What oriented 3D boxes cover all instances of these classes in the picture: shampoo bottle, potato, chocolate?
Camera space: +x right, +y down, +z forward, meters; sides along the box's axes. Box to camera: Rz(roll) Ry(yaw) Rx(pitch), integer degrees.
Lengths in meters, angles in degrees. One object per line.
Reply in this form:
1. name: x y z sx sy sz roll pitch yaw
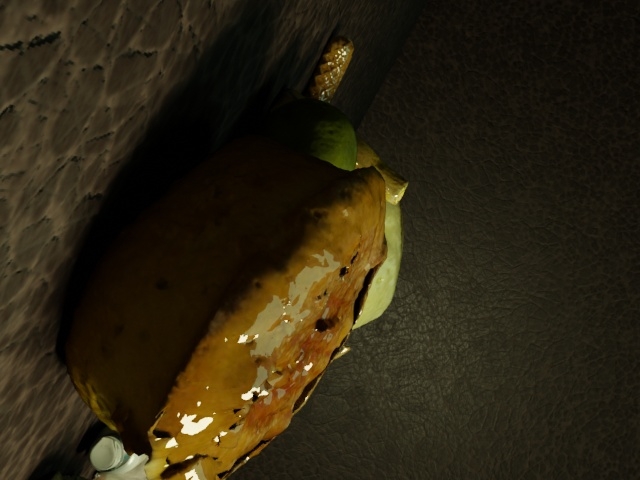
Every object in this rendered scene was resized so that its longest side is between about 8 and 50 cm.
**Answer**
1. shampoo bottle: -0.294 0.302 1.117 0.074 0.074 0.192 -61 180 -9
2. potato: -0.050 -0.062 0.991 0.186 0.149 0.253 -72 -172 -79
3. chocolate: 0.026 -0.126 1.090 0.085 0.219 0.085 -57 178 -3

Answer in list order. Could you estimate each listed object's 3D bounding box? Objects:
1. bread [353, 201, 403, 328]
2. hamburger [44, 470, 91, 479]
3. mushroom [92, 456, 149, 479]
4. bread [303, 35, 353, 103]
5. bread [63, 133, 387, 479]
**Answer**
1. bread: -0.011 0.000 1.253 0.320 0.237 0.320 180 -90 -74
2. hamburger: -0.312 0.413 0.964 0.209 0.162 0.330 -62 -176 -18
3. mushroom: -0.283 0.394 1.432 0.236 0.173 0.162 -60 -179 -35
4. bread: 0.009 -0.264 1.273 0.157 0.044 0.052 -62 173 28
5. bread: -0.085 0.070 0.757 0.358 0.204 0.337 -52 160 -27
